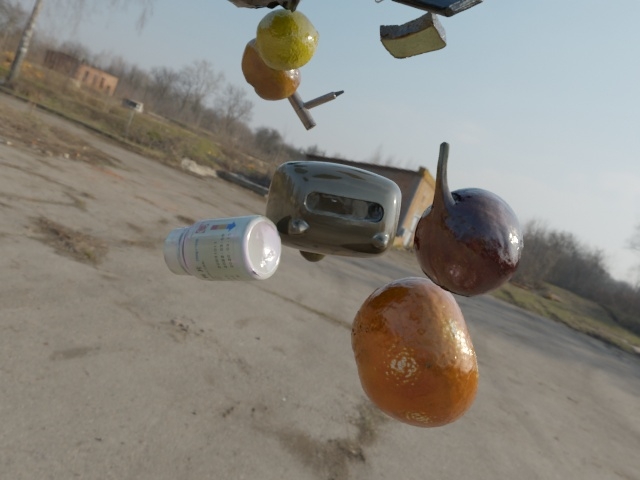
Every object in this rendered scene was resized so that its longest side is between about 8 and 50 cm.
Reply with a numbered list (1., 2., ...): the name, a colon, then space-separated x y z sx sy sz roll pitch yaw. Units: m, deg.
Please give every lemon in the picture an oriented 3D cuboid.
1. lemon: -0.100 -0.608 1.523 0.203 0.178 0.178 -15 13 -8

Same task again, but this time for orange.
1. orange: -0.199 -0.642 1.890 0.249 0.183 0.249 50 0 0
2. orange: 0.260 0.316 1.426 0.326 0.423 0.424 -14 2 7

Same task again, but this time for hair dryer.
1. hair dryer: -0.018 -0.601 2.098 0.195 0.220 0.053 58 17 -3

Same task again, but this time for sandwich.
1. sandwich: 0.348 -0.757 1.871 0.215 0.065 0.186 -5 -10 32

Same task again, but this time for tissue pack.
1. tissue pack: 0.039 -0.088 1.463 0.387 0.267 0.277 10 2 -14

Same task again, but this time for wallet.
1. wallet: 0.315 -0.671 1.375 0.250 0.149 0.044 46 -23 44

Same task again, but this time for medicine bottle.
1. medicine bottle: -0.263 0.023 1.323 0.293 0.170 0.170 -2 -7 30

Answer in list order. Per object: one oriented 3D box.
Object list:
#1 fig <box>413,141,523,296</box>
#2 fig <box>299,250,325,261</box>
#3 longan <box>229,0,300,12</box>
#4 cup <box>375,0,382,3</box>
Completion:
1. fig: 0.213 -0.019 0.775 0.207 0.175 0.175 47 -9 -33
2. fig: 0.000 0.000 1.636 0.103 0.155 0.109 43 16 -49
3. longan: -0.132 -0.754 1.225 0.391 0.390 0.391 22 6 -2
4. cup: 0.240 -0.999 1.999 0.116 0.074 0.104 1 -42 24
